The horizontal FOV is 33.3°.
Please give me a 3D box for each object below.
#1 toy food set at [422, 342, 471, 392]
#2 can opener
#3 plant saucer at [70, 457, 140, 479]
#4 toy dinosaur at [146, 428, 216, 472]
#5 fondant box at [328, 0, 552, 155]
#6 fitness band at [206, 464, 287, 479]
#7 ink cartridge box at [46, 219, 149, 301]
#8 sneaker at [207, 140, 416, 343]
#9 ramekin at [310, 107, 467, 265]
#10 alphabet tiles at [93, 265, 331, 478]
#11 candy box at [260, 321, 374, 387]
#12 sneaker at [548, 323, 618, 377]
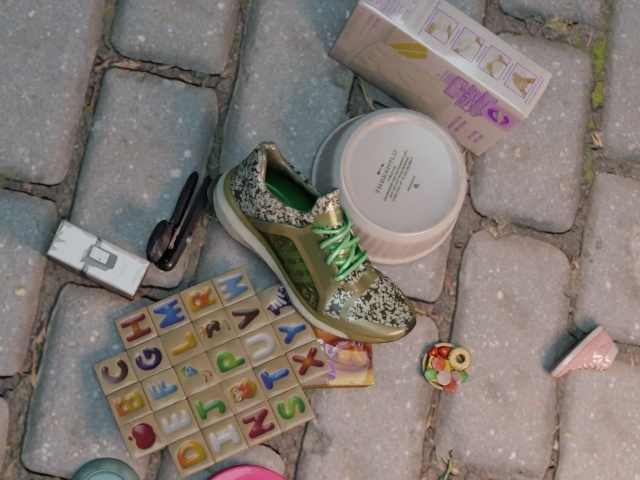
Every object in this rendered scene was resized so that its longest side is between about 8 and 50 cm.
[{"bbox_3d":[0.214,0.216,1.827,0.083,0.020,0.082,16,77,-8],"label":"toy food set"},{"bbox_3d":[-0.227,-0.032,1.769,0.059,0.073,0.186,27,66,3],"label":"can opener"},{"bbox_3d":[-0.338,0.402,1.682,0.119,0.021,0.119,2,79,-11],"label":"plant saucer"},{"bbox_3d":[-0.231,0.299,1.706,0.093,0.053,0.183,-20,84,-15],"label":"toy dinosaur"},{"bbox_3d":[0.193,-0.298,1.807,0.330,0.238,0.096,33,75,-4],"label":"fondant box"},{"bbox_3d":[-0.136,0.498,1.688,0.209,0.054,0.291,29,74,-4],"label":"fitness band"},{"bbox_3d":[-0.353,0.034,1.703,0.150,0.109,0.063,26,78,-5],"label":"ink cartridge box"},{"bbox_3d":[0.000,0.000,1.710,0.410,0.182,0.158,41,53,4],"label":"sneaker"},{"bbox_3d":[0.124,-0.099,1.814,0.273,0.127,0.273,2,79,-11],"label":"ramekin"},{"bbox_3d":[-0.172,0.203,1.704,0.342,0.011,0.285,-23,69,-10],"label":"alphabet tiles"},{"bbox_3d":[-0.009,0.189,1.771,0.187,0.053,0.109,1,78,-12],"label":"candy box"},{"bbox_3d":[0.464,0.211,1.861,0.134,0.051,0.070,-37,83,-19],"label":"sneaker"}]
